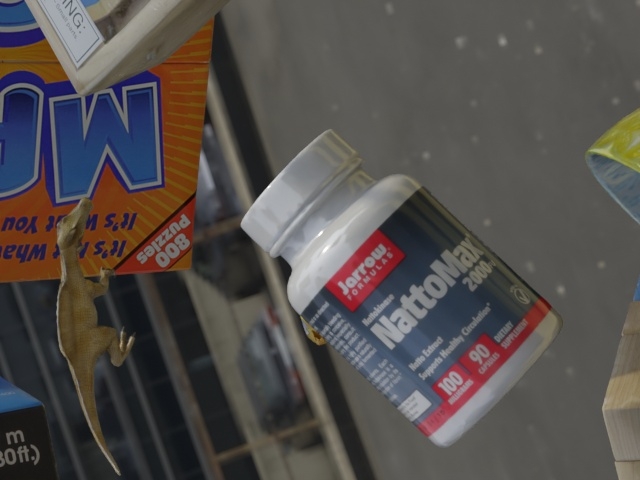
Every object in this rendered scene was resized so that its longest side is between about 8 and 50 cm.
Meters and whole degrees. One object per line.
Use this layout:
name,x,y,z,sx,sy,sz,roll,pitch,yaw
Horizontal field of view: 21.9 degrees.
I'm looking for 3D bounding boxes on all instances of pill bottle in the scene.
pill bottle,0.044,0.025,0.978,0.180,0.108,0.108,43,166,4

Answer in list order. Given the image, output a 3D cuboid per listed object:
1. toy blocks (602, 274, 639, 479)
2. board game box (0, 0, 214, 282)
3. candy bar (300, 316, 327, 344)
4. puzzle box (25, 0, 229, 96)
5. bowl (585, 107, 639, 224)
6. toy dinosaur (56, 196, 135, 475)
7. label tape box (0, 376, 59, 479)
toy blocks,0.323,0.171,1.333,0.261,0.190,0.381,-60,-42,-53
board game box,-0.327,-0.183,1.384,0.356,0.356,0.356,28,117,55
candy bar,0.000,0.000,1.137,0.040,0.018,0.161,81,-169,-51
puzzle box,-0.123,-0.283,0.628,0.409,0.052,0.272,59,145,1
bowl,0.370,-0.038,1.308,0.289,0.156,0.289,38,180,0
toy dinosaur,-0.161,0.065,1.114,0.092,0.053,0.183,4,-102,-83
label tape box,-0.340,0.213,1.340,0.106,0.240,0.334,-22,78,55
